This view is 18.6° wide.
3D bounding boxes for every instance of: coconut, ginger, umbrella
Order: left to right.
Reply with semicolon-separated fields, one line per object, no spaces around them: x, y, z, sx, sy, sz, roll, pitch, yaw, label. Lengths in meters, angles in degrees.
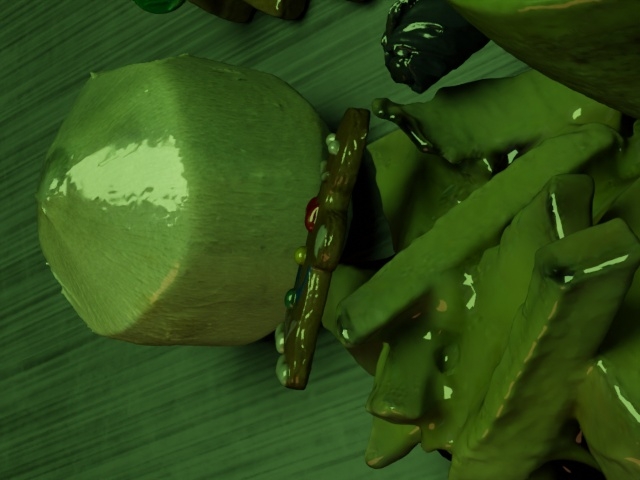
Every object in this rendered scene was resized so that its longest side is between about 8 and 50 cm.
-0.119;-0.035;1.588;0.245;0.247;0.245;-22;63;51;coconut
0.120;0.005;1.363;0.413;0.211;0.358;18;88;49;ginger
0.139;-0.204;1.440;0.248;0.071;0.071;-42;41;-13;umbrella

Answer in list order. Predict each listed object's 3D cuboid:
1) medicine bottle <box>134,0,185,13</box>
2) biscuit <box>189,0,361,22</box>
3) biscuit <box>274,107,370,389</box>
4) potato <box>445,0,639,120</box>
-0.147;-0.326;1.807;0.111;0.076;0.309;111;161;-44;medicine bottle
-0.039;-0.296;1.754;0.301;0.043;0.278;-33;54;35;biscuit
-0.001;0.000;1.423;0.138;0.031;0.205;-91;16;-74;biscuit
0.217;-0.172;1.233;0.213;0.280;0.330;-14;45;36;potato
